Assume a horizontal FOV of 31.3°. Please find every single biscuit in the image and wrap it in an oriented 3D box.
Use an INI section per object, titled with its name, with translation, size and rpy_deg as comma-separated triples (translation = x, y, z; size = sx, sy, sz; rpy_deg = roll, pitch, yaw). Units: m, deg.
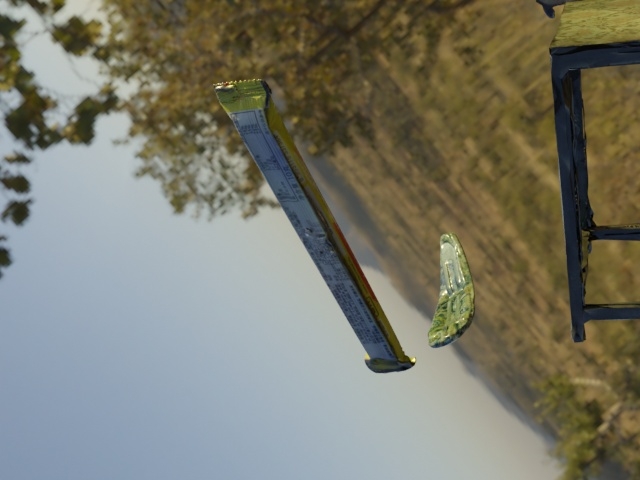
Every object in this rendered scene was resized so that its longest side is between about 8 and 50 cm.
[biscuit]
translation = 0.000, 0.000, 0.876
size = 0.292, 0.048, 0.026
rpy_deg = 61, -143, -31

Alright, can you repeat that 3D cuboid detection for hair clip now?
[hair clip]
translation = 0.167, 0.064, 1.446
size = 0.036, 0.066, 0.229
rpy_deg = 42, -151, -21

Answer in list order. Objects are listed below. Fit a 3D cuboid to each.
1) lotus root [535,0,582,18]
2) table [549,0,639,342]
[lotus root]
translation = 0.218, -0.374, 1.285
size = 0.261, 0.074, 0.170
rpy_deg = 40, 158, -13
[table]
translation = 0.393, -0.080, 1.036
size = 0.222, 0.335, 0.272
rpy_deg = -57, -39, -64
